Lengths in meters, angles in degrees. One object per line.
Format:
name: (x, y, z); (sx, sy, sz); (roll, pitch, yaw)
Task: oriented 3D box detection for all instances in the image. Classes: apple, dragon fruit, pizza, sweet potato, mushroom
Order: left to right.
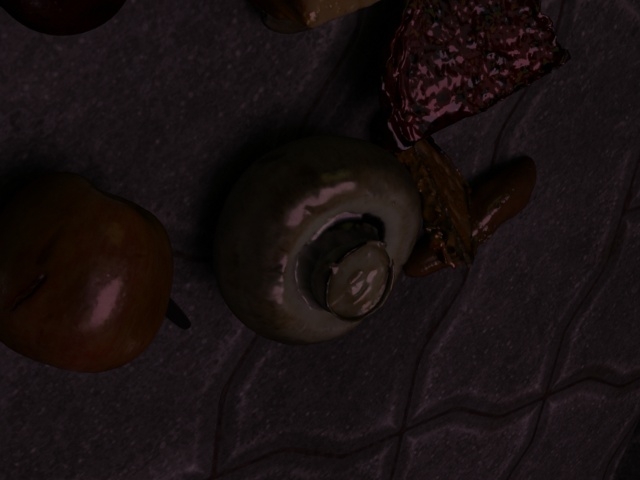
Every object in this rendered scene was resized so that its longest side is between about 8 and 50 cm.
apple: (-0.317, 0.035, 1.515); (0.264, 0.264, 0.264); (-25, 133, -30)
mushroom: (0.000, 0.000, 1.782); (0.352, 0.260, 0.352); (-16, 123, -27)
dragon fruit: (0.175, -0.304, 1.837); (0.329, 0.228, 0.286); (-37, 104, -6)
pizza: (0.206, -0.071, 1.964); (0.074, 0.287, 0.251); (-28, 166, 23)
sweet potato: (0.299, -0.048, 2.160); (0.355, 0.106, 0.095); (-41, 105, -14)

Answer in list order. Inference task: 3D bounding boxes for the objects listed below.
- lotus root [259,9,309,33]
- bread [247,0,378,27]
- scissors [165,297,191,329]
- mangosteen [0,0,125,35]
lotus root: (-0.009, -0.365, 1.644); (0.192, 0.088, 0.113); (-27, 127, -28)
bread: (-0.033, -0.445, 1.419); (0.207, 0.279, 0.279); (-24, 134, -27)
scissors: (-0.257, 0.084, 1.787); (0.088, 0.017, 0.220); (-48, 140, -10)
mangosteen: (-0.332, -0.336, 1.287); (0.258, 0.215, 0.215); (-5, 129, 0)
